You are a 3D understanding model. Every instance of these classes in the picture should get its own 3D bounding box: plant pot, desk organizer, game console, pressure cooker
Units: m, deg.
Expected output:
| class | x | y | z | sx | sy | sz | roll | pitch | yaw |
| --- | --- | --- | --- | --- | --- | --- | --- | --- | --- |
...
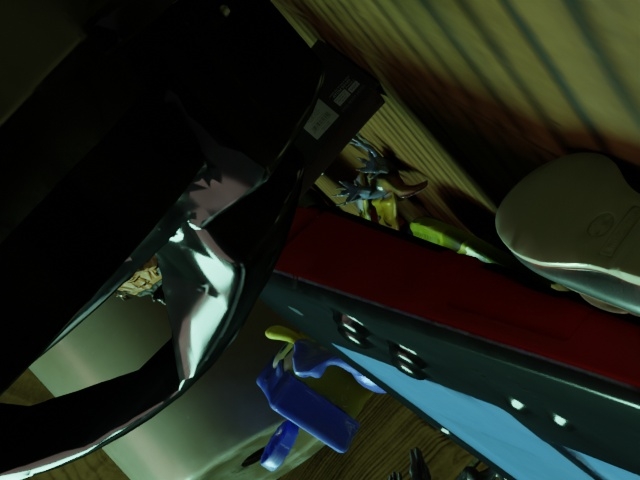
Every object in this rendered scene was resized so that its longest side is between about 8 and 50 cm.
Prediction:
| class | x | y | z | sx | sy | sz | roll | pitch | yaw |
| --- | --- | --- | --- | --- | --- | --- | --- | --- | --- |
| plant pot | -0.116 | 0.075 | 1.145 | 0.280 | 0.323 | 0.323 | 57 | -177 | 20 |
| desk organizer | -0.020 | -0.037 | 0.697 | 0.047 | 0.130 | 0.050 | 40 | 179 | 27 |
| game console | 0.163 | 0.121 | 0.634 | 0.386 | 0.060 | 0.342 | 38 | 172 | -32 |
| pressure cooker | -0.219 | -0.068 | 0.507 | 0.420 | 0.375 | 0.370 | 48 | 170 | -18 |

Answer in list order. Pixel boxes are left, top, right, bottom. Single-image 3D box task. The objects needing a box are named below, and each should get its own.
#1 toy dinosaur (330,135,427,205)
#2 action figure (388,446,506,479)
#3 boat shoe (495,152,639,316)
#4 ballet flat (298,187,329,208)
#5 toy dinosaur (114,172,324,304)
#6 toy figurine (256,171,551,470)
| class | x | y | z | sx | sy | sz | roll | pitch | yaw |
| --- | --- | --- | --- | --- | --- | --- | --- | --- | --- |
| toy dinosaur | 0.039 | -0.035 | 0.863 | 0.090 | 0.047 | 0.082 | 29 | -169 | 24 |
| action figure | 0.188 | 0.197 | 1.087 | 0.164 | 0.275 | 0.141 | -10 | -93 | -63 |
| boat shoe | 0.108 | 0.004 | 0.447 | 0.043 | 0.049 | 0.137 | 41 | 173 | -26 |
| ballet flat | 0.000 | 0.000 | 1.493 | 0.096 | 0.095 | 0.280 | 29 | -178 | 29 |
| toy dinosaur | -0.113 | -0.098 | 0.824 | 0.164 | 0.322 | 0.218 | -12 | 152 | 30 |
| toy figurine | 0.049 | 0.098 | 0.921 | 0.191 | 0.217 | 0.362 | 42 | 178 | -11 |
